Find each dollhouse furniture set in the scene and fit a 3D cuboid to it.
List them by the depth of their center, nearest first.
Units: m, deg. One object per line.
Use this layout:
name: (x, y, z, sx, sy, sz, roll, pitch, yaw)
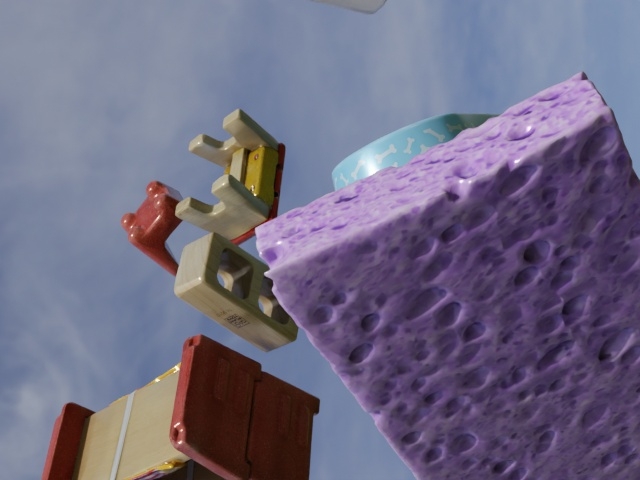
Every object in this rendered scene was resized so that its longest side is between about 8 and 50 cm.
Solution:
dollhouse furniture set: (-0.112, 0.090, 1.130, 0.152, 0.201, 0.374, 35, -136, -32)

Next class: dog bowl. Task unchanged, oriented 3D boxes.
dog bowl: (0.116, -0.066, 1.200, 0.297, 0.166, 0.074, -12, -103, -63)

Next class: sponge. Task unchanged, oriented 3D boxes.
sponge: (0.077, 0.045, 0.430, 0.210, 0.117, 0.031, 55, -168, -38)

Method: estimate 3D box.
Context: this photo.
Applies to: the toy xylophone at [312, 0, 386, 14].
toy xylophone: (-0.047, -0.234, 0.558, 0.236, 0.081, 0.322, 4, -121, -18)
